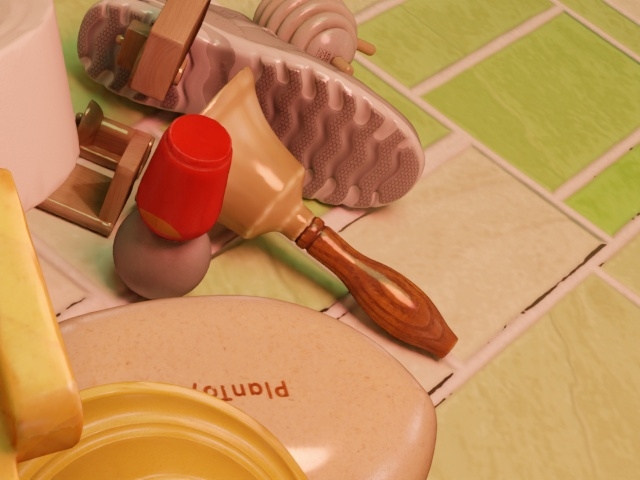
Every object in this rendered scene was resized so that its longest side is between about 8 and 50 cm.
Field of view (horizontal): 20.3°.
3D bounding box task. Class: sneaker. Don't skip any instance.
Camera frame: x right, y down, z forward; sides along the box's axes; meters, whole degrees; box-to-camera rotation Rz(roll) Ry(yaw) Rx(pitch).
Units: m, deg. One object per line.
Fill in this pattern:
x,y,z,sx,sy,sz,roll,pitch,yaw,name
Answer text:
-0.040,-0.127,1.381,0.281,0.105,0.115,29,32,1,sneaker

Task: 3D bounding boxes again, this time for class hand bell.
0.000,0.000,1.277,0.242,0.126,0.126,40,38,-2,hand bell

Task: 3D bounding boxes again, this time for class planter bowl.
-0.084,0.177,0.908,0.217,0.090,0.217,3,81,-15,planter bowl

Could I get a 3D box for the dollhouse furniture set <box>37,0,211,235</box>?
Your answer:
-0.165,-0.121,1.263,0.123,0.151,0.144,23,35,-3,dollhouse furniture set

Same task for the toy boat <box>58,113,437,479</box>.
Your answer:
-0.071,0.079,1.106,0.268,0.148,0.318,3,50,-19,toy boat

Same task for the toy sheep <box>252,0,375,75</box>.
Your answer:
-0.008,-0.165,1.461,0.091,0.091,0.132,-6,29,-35,toy sheep

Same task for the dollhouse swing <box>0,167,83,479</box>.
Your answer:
-0.279,0.153,0.726,0.347,0.315,0.305,-13,93,-22,dollhouse swing

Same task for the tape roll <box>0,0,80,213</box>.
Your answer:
-0.291,-0.077,1.064,0.286,0.100,0.286,-5,25,3,tape roll
